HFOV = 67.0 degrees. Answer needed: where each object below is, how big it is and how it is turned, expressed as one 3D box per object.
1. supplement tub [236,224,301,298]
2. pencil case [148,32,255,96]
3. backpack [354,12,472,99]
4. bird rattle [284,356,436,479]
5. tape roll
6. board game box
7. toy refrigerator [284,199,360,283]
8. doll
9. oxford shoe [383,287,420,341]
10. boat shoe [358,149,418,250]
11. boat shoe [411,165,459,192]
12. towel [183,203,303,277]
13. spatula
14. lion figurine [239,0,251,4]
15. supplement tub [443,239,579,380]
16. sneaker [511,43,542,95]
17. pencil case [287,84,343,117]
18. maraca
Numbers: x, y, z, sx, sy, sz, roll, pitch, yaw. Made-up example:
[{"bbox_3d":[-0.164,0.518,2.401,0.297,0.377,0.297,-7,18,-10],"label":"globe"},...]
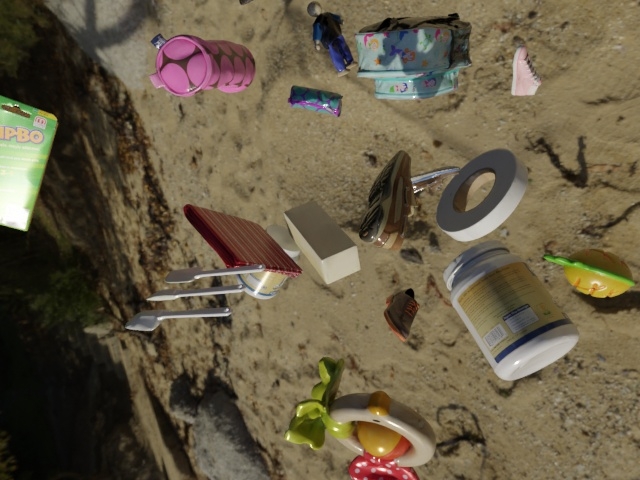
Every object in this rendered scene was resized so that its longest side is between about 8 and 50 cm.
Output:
[{"bbox_3d":[-0.155,0.065,1.476,0.200,0.144,0.144,-56,50,27],"label":"supplement tub"},{"bbox_3d":[-0.180,-0.276,0.772,0.098,0.209,0.095,-29,98,20],"label":"pencil case"},{"bbox_3d":[0.203,-0.423,1.112,0.225,0.253,0.191,16,115,38],"label":"backpack"},{"bbox_3d":[0.078,0.302,0.733,0.253,0.143,0.207,48,138,-10],"label":"bird rattle"},{"bbox_3d":[0.607,-0.176,1.852,0.392,0.072,0.392,-47,21,25],"label":"tape roll"},{"bbox_3d":[-0.562,-0.138,0.862,0.259,0.124,0.039,-55,31,29],"label":"board game box"},{"bbox_3d":[0.000,0.000,1.330,0.269,0.102,0.094,50,158,49],"label":"toy refrigerator"},{"bbox_3d":[0.024,-0.516,1.230,0.046,0.129,0.189,5,136,50],"label":"doll"},{"bbox_3d":[0.275,0.233,1.600,0.097,0.098,0.271,47,-161,-13],"label":"oxford shoe"},{"bbox_3d":[0.202,-0.105,1.331,0.122,0.119,0.324,-43,22,56],"label":"boat shoe"},{"bbox_3d":[0.382,-0.203,1.631,0.066,0.183,0.066,-47,-59,-67],"label":"boat shoe"},{"bbox_3d":[-0.169,0.006,1.092,0.199,0.275,0.031,45,103,24],"label":"towel"},{"bbox_3d":[-0.226,0.098,0.874,0.242,0.168,0.019,-6,120,28],"label":"spatula"},{"bbox_3d":[-0.081,-0.581,0.848,0.142,0.392,0.240,37,151,62],"label":"lion figurine"},{"bbox_3d":[0.486,0.177,1.273,0.228,0.228,0.316,108,145,-48],"label":"supplement tub"},{"bbox_3d":[0.514,-0.418,1.192,0.070,0.051,0.134,19,145,31],"label":"sneaker"},{"bbox_3d":[-0.013,-0.399,1.382,0.070,0.151,0.065,-73,-7,-45],"label":"pencil case"},{"bbox_3d":[0.567,0.062,1.021,0.127,0.185,0.099,-176,104,-83],"label":"maraca"}]
